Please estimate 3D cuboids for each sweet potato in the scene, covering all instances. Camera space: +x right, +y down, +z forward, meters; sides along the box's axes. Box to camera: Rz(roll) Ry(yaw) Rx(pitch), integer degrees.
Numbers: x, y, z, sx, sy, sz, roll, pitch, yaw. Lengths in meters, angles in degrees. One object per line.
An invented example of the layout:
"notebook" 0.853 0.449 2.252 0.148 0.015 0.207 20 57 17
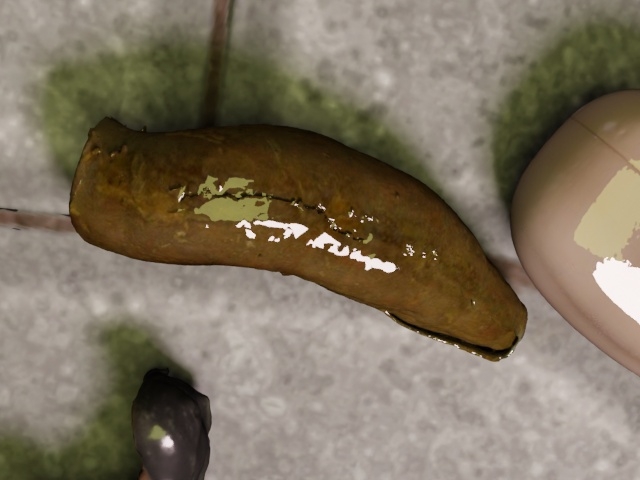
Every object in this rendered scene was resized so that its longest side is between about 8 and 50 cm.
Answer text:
"sweet potato" 0.000 -0.006 0.784 0.286 0.085 0.112 18 138 -24

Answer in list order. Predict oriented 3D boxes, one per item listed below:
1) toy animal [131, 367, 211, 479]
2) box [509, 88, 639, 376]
"toy animal" -0.092 0.255 0.827 0.168 0.106 0.343 -22 106 -5
"box" 0.205 0.004 0.804 0.200 0.088 0.146 37 97 -18
